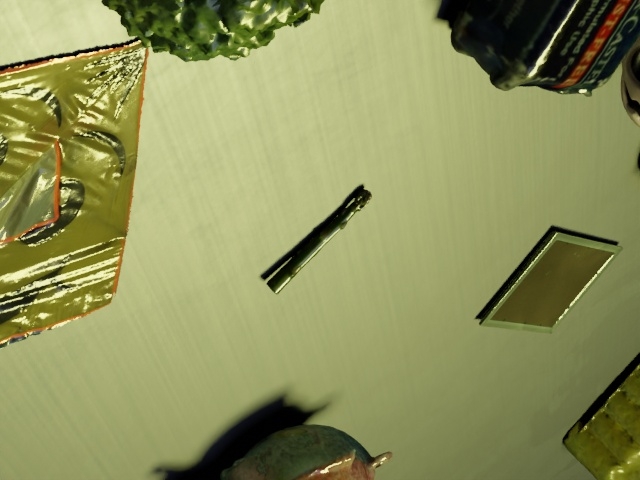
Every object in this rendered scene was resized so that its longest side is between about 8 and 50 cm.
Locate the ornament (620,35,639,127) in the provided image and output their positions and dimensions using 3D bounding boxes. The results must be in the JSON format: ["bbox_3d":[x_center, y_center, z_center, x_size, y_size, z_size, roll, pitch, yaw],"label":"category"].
[{"bbox_3d":[0.372,-0.171,1.415,0.177,0.177,0.177,-30,148,-20],"label":"ornament"}]

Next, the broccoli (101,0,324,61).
[{"bbox_3d":[-0.061,-0.273,0.818,0.254,0.186,0.302,62,35,-57],"label":"broccoli"}]

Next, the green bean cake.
[{"bbox_3d":[0.504,0.265,2.196,0.236,0.124,0.233,-52,149,17],"label":"green bean cake"}]

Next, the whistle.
[{"bbox_3d":[-0.077,0.280,1.537,0.346,0.134,0.142,-19,-179,-21],"label":"whistle"}]

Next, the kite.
[{"bbox_3d":[-0.234,-0.024,1.053,0.327,0.013,0.377,-44,148,3],"label":"kite"}]

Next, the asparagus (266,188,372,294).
[{"bbox_3d":[0.000,0.000,1.357,0.127,0.018,0.015,-45,111,1],"label":"asparagus"}]

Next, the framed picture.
[{"bbox_3d":[0.270,0.050,1.749,0.142,0.011,0.183,-53,149,18],"label":"framed picture"}]

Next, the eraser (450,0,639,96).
[{"bbox_3d":[0.243,-0.266,1.206,0.155,0.101,0.332,-5,135,-47],"label":"eraser"}]
